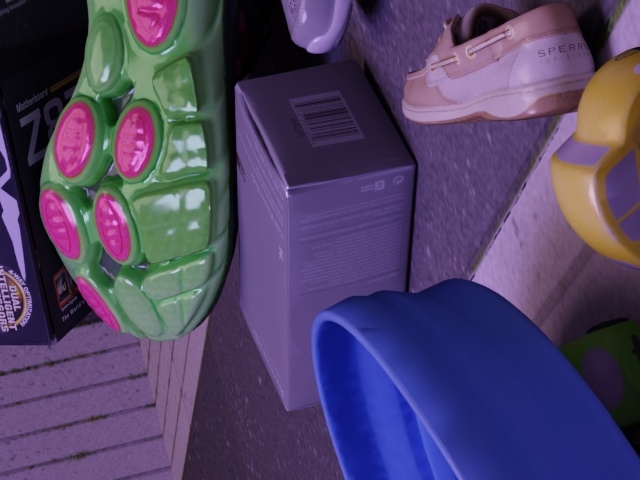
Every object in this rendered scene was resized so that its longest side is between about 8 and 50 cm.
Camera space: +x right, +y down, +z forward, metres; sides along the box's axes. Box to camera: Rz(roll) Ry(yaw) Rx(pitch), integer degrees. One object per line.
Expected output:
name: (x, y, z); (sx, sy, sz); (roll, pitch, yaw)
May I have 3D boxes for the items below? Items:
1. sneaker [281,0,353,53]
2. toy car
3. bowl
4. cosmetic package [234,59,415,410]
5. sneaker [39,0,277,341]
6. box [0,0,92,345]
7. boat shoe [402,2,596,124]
sneaker: (-0.047, -0.255, 1.127); (0.105, 0.115, 0.281); (116, 141, -71)
toy car: (0.138, 0.058, 0.739); (0.225, 0.053, 0.239); (109, 147, -67)
bowl: (0.112, 0.199, 0.791); (0.391, 0.077, 0.391); (157, 90, -80)
cosmetic package: (0.000, 0.000, 1.198); (0.238, 0.107, 0.127); (94, 157, -43)
sneaker: (-0.101, -0.148, 1.296); (0.185, 0.202, 0.483); (15, 107, 29)
box: (-0.214, -0.130, 1.459); (0.395, 0.097, 0.318); (-47, -49, -59)
boat shoe: (0.088, -0.091, 0.818); (0.170, 0.063, 0.059); (-174, 75, -67)
